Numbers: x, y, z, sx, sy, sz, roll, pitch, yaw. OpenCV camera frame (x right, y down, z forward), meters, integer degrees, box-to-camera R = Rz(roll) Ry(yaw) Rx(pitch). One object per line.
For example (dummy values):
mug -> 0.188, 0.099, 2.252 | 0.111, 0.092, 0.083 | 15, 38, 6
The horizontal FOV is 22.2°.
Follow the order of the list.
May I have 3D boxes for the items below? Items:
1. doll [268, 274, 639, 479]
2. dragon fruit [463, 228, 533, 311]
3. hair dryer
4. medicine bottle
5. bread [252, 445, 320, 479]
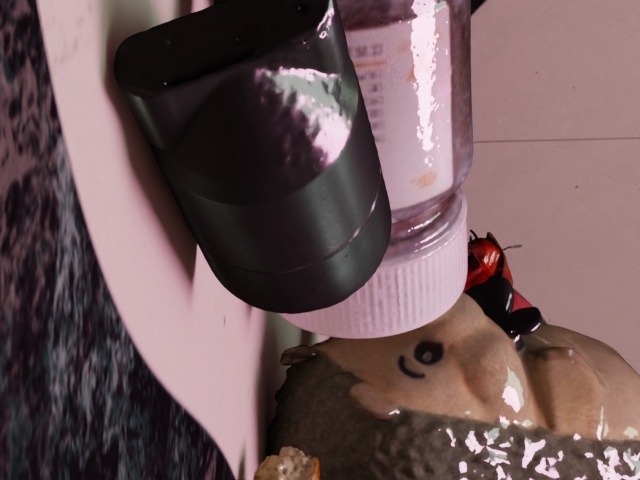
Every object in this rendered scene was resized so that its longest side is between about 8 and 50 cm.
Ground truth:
doll -> 0.123, 0.151, 1.282 | 0.247, 0.349, 0.247 | -11, -104, 56
dragon fruit -> 0.144, 0.099, 1.754 | 0.293, 0.233, 0.234 | -51, 155, -23
hair dryer -> -0.044, -0.138, 0.890 | 0.244, 0.116, 0.303 | 75, 4, -66
medicine bottle -> 0.024, -0.082, 1.122 | 0.165, 0.165, 0.273 | -81, 169, -58
bread -> -0.027, 0.233, 1.091 | 0.154, 0.054, 0.136 | -72, 159, -55
